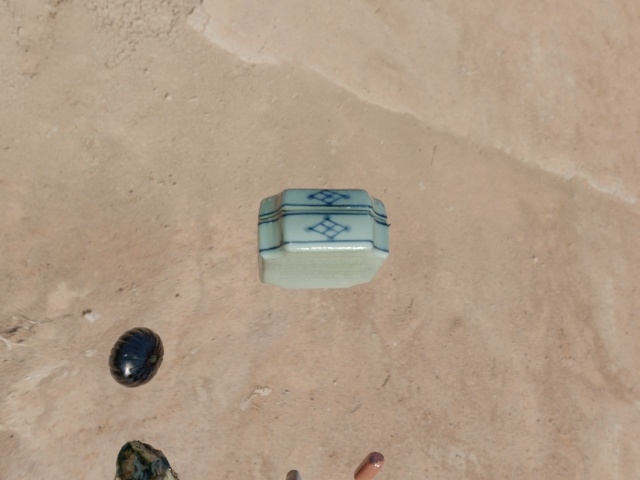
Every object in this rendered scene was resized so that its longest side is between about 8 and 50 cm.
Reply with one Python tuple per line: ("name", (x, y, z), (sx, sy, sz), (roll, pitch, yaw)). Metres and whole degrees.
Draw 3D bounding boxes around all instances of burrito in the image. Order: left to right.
("burrito", (-0.431, 0.713, 1.266), (0.135, 0.190, 0.332), (-51, 128, -43))

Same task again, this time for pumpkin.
("pumpkin", (-0.599, 0.381, 1.509), (0.150, 0.194, 0.194), (-6, 79, 0))

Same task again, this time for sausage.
("sausage", (0.159, 0.756, 1.531), (0.062, 0.154, 0.062), (16, 36, -12))

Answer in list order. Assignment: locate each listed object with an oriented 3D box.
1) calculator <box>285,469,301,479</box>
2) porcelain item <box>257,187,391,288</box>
("calculator", (-0.088, 0.893, 1.538), (0.051, 0.293, 0.173), (-13, 90, 3))
("porcelain item", (0.000, 0.000, 1.037), (0.286, 0.281, 0.157), (0, 66, -5))
